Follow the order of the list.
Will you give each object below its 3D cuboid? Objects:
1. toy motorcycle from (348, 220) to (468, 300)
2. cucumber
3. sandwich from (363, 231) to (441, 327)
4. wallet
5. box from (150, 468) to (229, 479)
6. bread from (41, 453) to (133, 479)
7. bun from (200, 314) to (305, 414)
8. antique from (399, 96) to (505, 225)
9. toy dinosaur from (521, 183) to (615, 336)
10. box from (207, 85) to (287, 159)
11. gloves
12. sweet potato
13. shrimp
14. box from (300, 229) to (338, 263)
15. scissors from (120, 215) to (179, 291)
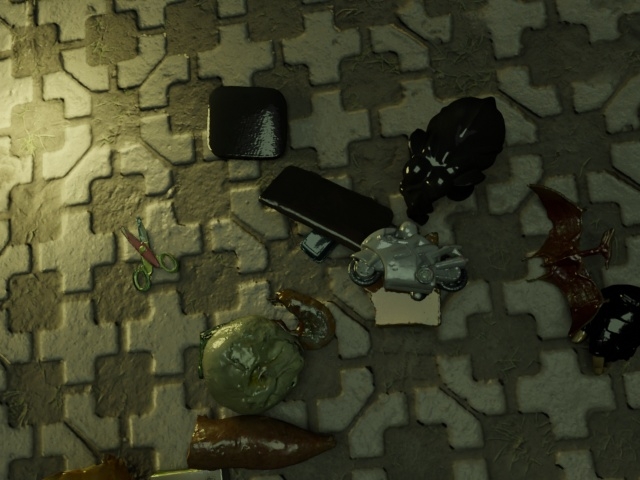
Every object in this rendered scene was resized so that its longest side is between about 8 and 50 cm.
[{"bbox_3d":[0.194,0.034,1.325,0.261,0.110,0.170,4,66,3],"label":"toy motorcycle"},{"bbox_3d":[-0.231,0.243,1.461,0.193,0.085,0.115,-23,121,2],"label":"cucumber"},{"bbox_3d":[0.190,0.095,1.415,0.186,0.108,0.219,0,81,7],"label":"sandwich"},{"bbox_3d":[0.017,-0.078,1.466,0.310,0.042,0.165,26,48,10],"label":"wallet"},{"bbox_3d":[-0.294,0.670,1.406,0.175,0.062,0.260,-9,79,6],"label":"box"},{"bbox_3d":[-0.471,0.655,1.286,0.250,0.361,0.394,-34,76,-13],"label":"bread"},{"bbox_3d":[-0.149,0.292,1.376,0.239,0.141,0.238,-6,107,-21],"label":"bun"},{"bbox_3d":[0.299,-0.193,1.378,0.185,0.255,0.322,36,89,9],"label":"antique"},{"bbox_3d":[0.550,0.047,1.357,0.207,0.113,0.327,11,85,40],"label":"toy dinosaur"},{"bbox_3d":[-0.190,-0.306,1.564,0.213,0.042,0.200,1,81,6],"label":"box"},{"bbox_3d":[0.657,0.205,1.341,0.165,0.124,0.203,12,73,27],"label":"gloves"},{"bbox_3d":[-0.131,0.467,1.387,0.337,0.131,0.131,0,81,0],"label":"sweet potato"},{"bbox_3d":[-0.054,0.193,1.459,0.188,0.051,0.132,34,86,8],"label":"shrimp"},{"bbox_3d":[0.000,0.000,1.483,0.074,0.054,0.099,41,87,10],"label":"box"},{"bbox_3d":[-0.456,0.028,1.554,0.134,0.020,0.187,-31,79,6],"label":"scissors"}]
